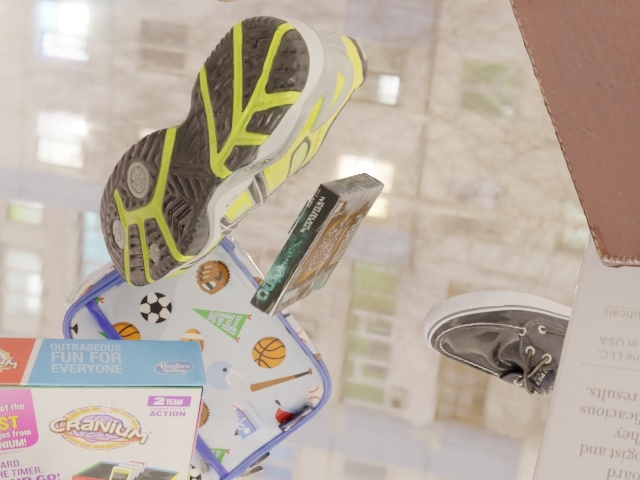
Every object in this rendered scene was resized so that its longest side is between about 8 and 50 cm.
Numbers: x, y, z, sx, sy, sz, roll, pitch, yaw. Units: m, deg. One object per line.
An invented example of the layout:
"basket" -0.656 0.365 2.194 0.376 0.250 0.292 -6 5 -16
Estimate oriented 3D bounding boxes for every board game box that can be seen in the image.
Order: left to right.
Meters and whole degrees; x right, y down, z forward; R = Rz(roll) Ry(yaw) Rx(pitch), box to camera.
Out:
"board game box" -0.248 0.232 1.345 0.064 0.242 0.316 -106 23 -51
"board game box" 0.000 0.000 1.294 0.126 0.026 0.186 -59 -9 12

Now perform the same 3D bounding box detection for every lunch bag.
"lunch bag" -0.144 0.138 1.629 0.303 0.243 0.115 55 178 -16

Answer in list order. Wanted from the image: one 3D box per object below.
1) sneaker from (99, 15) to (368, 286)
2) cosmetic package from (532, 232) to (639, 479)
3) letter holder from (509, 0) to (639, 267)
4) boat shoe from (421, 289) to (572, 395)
"sneaker" -0.089 -0.073 1.418 0.147 0.384 0.145 -7 -116 -46
"cosmetic package" 0.209 0.245 0.811 0.230 0.161 0.453 51 -129 -53
"letter holder" 0.199 -0.151 0.658 0.302 0.152 0.214 69 162 -8
"boat shoe" 0.203 0.106 1.244 0.076 0.228 0.080 -95 23 -50
